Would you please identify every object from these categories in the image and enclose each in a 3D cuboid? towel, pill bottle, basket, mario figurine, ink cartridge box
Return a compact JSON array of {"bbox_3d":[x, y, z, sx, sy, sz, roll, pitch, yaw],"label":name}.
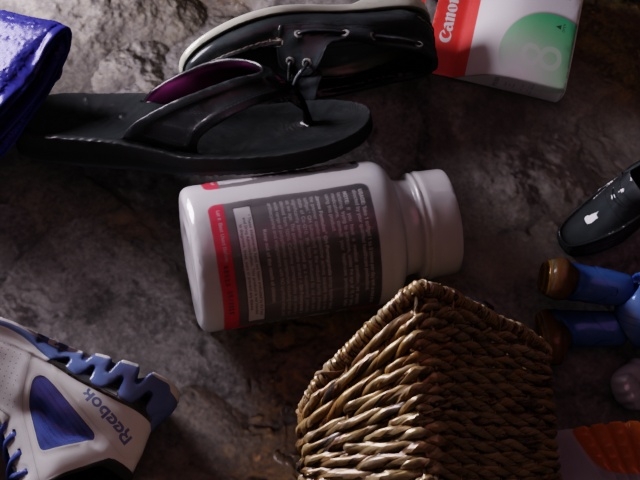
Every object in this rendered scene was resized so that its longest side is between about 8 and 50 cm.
[{"bbox_3d":[-0.481,-0.206,1.760,0.308,0.076,0.227,18,58,23],"label":"towel"},{"bbox_3d":[0.000,0.000,1.685,0.319,0.176,0.176,-9,66,-9],"label":"pill bottle"},{"bbox_3d":[0.107,0.196,1.534,0.213,0.299,0.223,-16,65,34],"label":"basket"},{"bbox_3d":[0.425,0.087,1.681,0.321,0.198,0.170,0,52,-1],"label":"mario figurine"},{"bbox_3d":[0.233,-0.297,1.908,0.225,0.056,0.181,14,70,-1],"label":"ink cartridge box"}]

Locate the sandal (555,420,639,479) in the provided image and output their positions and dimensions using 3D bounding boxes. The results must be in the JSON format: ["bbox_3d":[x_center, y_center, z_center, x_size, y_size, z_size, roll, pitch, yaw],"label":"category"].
[{"bbox_3d":[0.305,0.268,1.651,0.265,0.076,0.102,0,59,18],"label":"sandal"}]

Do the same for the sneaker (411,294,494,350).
[{"bbox_3d":[0.100,0.149,1.652,0.104,0.125,0.262,43,68,15],"label":"sneaker"}]

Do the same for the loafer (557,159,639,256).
[{"bbox_3d":[0.391,-0.059,1.769,0.223,0.078,0.076,-33,61,10],"label":"loafer"}]

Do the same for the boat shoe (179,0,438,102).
[{"bbox_3d":[-0.006,-0.225,1.819,0.340,0.127,0.113,-9,57,-18],"label":"boat shoe"}]

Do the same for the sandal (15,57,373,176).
[{"bbox_3d":[-0.161,-0.156,1.716,0.446,0.107,0.167,1,31,6],"label":"sandal"}]

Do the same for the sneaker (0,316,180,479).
[{"bbox_3d":[-0.332,0.203,1.585,0.316,0.127,0.182,16,62,0],"label":"sneaker"}]
